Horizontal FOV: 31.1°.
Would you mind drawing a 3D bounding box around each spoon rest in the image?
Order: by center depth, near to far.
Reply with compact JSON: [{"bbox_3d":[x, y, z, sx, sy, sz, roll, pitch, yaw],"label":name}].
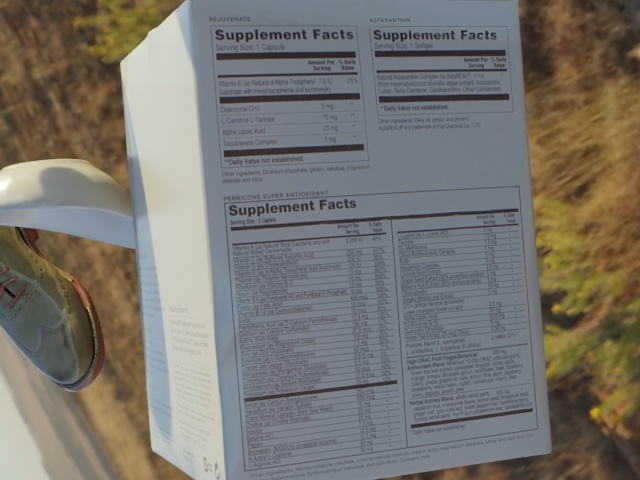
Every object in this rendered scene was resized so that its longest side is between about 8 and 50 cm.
[{"bbox_3d":[-0.178,-0.028,1.005,0.137,0.276,0.084,-8,89,47],"label":"spoon rest"}]

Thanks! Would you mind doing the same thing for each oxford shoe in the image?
[{"bbox_3d":[-0.408,0.060,1.502,0.348,0.123,0.130,46,-170,29],"label":"oxford shoe"}]

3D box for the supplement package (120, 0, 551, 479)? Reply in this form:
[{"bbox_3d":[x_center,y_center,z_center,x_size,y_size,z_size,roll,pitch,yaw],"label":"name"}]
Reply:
[{"bbox_3d":[0.000,0.000,0.705,0.199,0.198,0.262,175,91,-70],"label":"supplement package"}]
